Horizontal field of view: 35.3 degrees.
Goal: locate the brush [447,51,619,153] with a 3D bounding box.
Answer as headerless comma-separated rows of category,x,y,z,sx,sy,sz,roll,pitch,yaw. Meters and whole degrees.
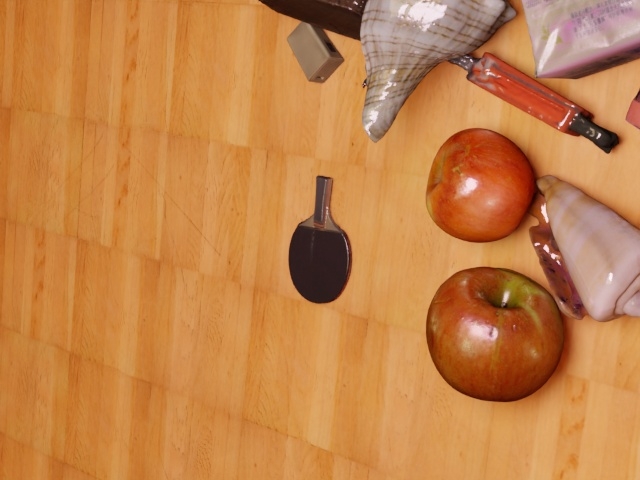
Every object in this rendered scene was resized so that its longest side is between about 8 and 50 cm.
brush,0.288,-0.217,1.438,0.323,0.070,0.051,35,110,31

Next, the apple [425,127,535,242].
apple,0.229,-0.076,1.446,0.139,0.163,0.163,17,109,-7

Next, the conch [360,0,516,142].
conch,0.165,-0.325,1.407,0.386,0.203,0.169,-62,18,-12

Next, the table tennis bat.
table tennis bat,0.000,0.000,1.711,0.130,0.019,0.220,11,102,35

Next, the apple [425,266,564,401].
apple,0.245,0.137,1.428,0.196,0.196,0.196,4,96,37

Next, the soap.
soap,0.371,-0.325,1.319,0.199,0.138,0.182,-16,86,37

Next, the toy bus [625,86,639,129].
toy bus,0.585,-0.116,1.137,0.427,0.203,0.233,34,109,30

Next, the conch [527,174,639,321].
conch,0.382,0.010,1.374,0.158,0.127,0.255,103,155,-51

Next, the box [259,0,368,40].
box,0.016,-0.411,1.545,0.273,0.184,0.143,25,92,32

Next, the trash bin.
trash bin,-0.012,-0.317,1.677,0.061,0.043,0.092,-43,67,32
